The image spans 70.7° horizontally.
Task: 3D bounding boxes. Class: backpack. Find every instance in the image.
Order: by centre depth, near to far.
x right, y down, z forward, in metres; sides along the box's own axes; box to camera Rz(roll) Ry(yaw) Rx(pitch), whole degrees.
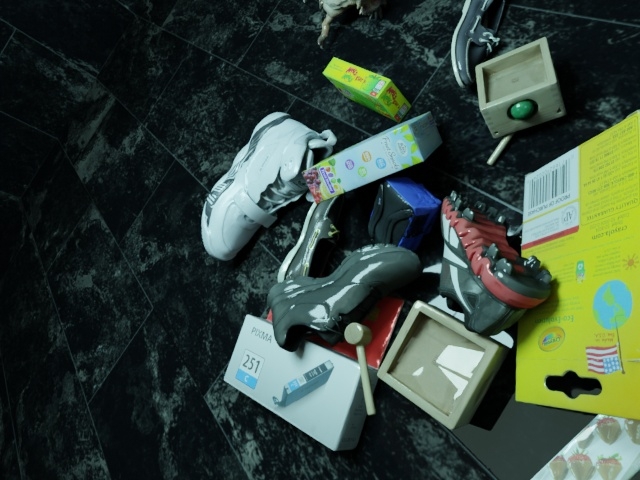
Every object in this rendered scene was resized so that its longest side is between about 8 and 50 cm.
[{"bbox_3d":[0.144,-0.033,0.770,0.098,0.101,0.120,59,142,41],"label":"backpack"}]

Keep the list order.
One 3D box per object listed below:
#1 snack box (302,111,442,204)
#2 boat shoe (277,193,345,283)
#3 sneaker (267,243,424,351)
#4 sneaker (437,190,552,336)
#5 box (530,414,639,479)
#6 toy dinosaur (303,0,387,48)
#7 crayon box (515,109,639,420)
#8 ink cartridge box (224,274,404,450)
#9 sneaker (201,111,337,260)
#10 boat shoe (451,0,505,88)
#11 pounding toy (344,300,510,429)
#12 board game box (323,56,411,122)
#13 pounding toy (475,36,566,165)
[{"bbox_3d":[0.097,-0.150,0.808,0.207,0.174,0.070,-18,102,30],"label":"snack box"},{"bbox_3d":[0.000,0.000,0.880,0.069,0.081,0.227,21,80,28],"label":"boat shoe"},{"bbox_3d":[0.042,0.106,0.756,0.286,0.109,0.130,-26,44,20],"label":"sneaker"},{"bbox_3d":[0.218,0.029,0.652,0.276,0.098,0.135,-93,22,-58],"label":"sneaker"},{"bbox_3d":[0.292,0.295,0.533,0.324,0.067,0.063,-50,49,8],"label":"box"},{"bbox_3d":[0.067,-0.591,1.063,0.201,0.127,0.295,-15,50,24],"label":"toy dinosaur"},{"bbox_3d":[0.328,0.041,0.533,0.202,0.081,0.318,132,150,-72],"label":"crayon box"},{"bbox_3d":[-0.024,0.188,0.826,0.296,0.066,0.261,13,80,41],"label":"ink cartridge box"},{"bbox_3d":[-0.108,-0.103,0.967,0.210,0.137,0.365,25,84,44],"label":"sneaker"},{"bbox_3d":[0.289,-0.373,0.819,0.065,0.075,0.206,1,67,41],"label":"boat shoe"},{"bbox_3d":[0.137,0.183,0.675,0.206,0.094,0.181,29,94,35],"label":"pounding toy"},{"bbox_3d":[0.094,-0.313,0.932,0.043,0.092,0.181,-54,49,7],"label":"board game box"},{"bbox_3d":[0.316,-0.221,0.731,0.130,0.100,0.141,-15,52,32],"label":"pounding toy"}]
